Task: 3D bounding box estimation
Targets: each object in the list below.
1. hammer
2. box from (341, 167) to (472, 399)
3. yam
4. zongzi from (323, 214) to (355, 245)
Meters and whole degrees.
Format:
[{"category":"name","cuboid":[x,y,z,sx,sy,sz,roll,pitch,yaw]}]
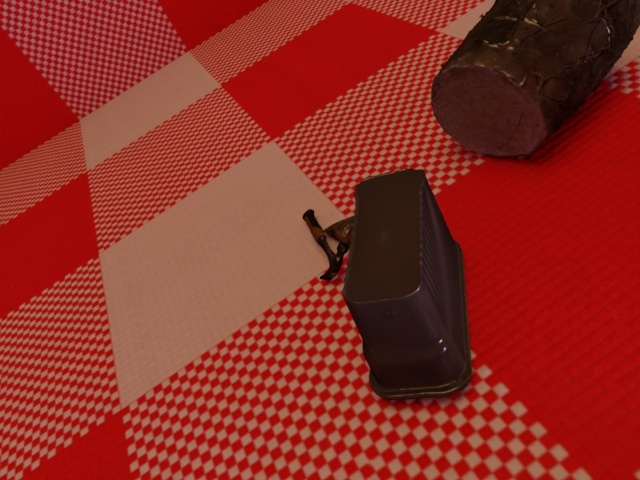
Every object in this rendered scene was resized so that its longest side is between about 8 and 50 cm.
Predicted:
[{"category":"hammer","cuboid":[0.000,0.000,0.923,0.078,0.021,0.201,-68,25,20]},{"category":"box","cuboid":[0.109,0.051,0.695,0.138,0.178,0.274,-13,42,21]},{"category":"yam","cuboid":[0.360,-0.321,0.891,0.241,0.241,0.348,25,68,45]},{"category":"zongzi","cuboid":[0.052,-0.027,0.932,0.076,0.040,0.083,-34,21,-15]}]
